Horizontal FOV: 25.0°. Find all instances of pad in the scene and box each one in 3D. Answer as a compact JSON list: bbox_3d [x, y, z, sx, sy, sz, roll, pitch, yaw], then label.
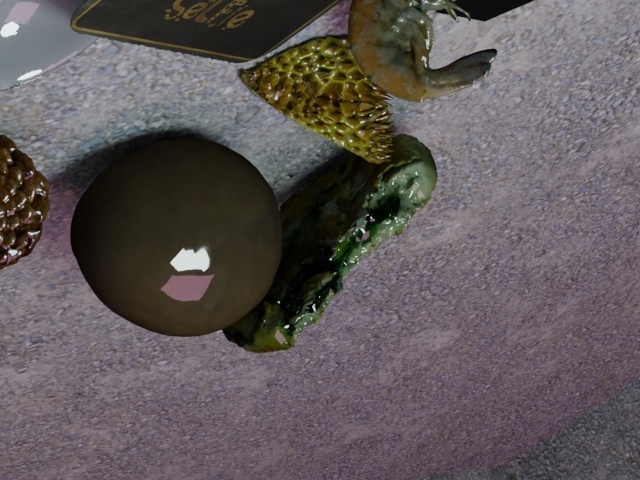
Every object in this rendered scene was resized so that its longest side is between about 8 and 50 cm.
[{"bbox_3d":[-0.083,-0.220,1.463,0.315,0.063,0.375,-32,166,25],"label":"pad"},{"bbox_3d":[0.267,-0.306,1.673,0.243,0.004,0.163,-20,174,27],"label":"pad"}]

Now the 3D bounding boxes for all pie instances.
[{"bbox_3d":[0.000,0.000,1.897,0.371,0.078,0.296,-49,-161,-18],"label":"pie"}]

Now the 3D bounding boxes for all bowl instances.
[{"bbox_3d":[-0.288,-0.223,1.351,0.189,0.086,0.189,-27,168,-6],"label":"bowl"}]

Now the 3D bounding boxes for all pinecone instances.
[{"bbox_3d":[-0.379,-0.042,1.613,0.173,0.174,0.174,-18,157,-8],"label":"pinecone"}]

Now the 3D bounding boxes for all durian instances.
[{"bbox_3d":[0.016,-0.174,1.761,0.139,0.145,0.252,9,-179,31],"label":"durian"}]

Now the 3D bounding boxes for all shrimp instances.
[{"bbox_3d":[0.171,-0.261,1.582,0.296,0.169,0.058,-27,169,11],"label":"shrimp"}]

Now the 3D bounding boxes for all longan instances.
[{"bbox_3d":[-0.173,-0.004,1.750,0.258,0.258,0.258,-18,157,-8],"label":"longan"}]

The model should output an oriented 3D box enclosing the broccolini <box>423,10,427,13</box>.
[{"bbox_3d":[0.215,-0.315,1.664,0.239,0.054,0.051,-22,171,7],"label":"broccolini"}]
